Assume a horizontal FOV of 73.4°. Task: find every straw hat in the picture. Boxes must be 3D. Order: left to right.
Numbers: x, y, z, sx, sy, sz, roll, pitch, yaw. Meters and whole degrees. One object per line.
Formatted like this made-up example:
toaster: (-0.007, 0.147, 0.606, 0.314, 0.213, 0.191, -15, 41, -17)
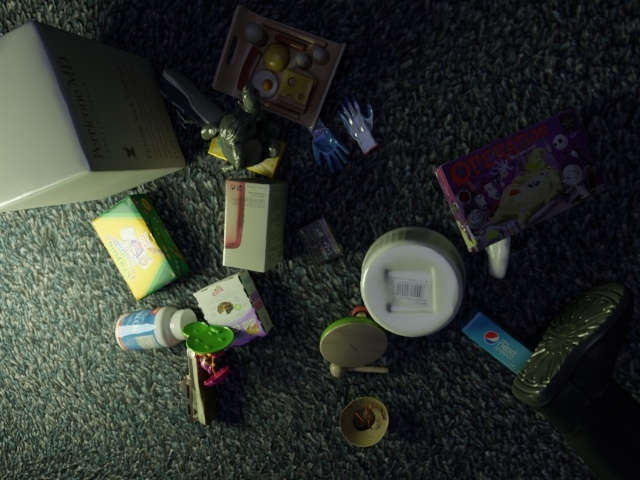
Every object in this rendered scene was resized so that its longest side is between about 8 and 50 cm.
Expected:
straw hat: (0.125, 0.512, 1.239, 0.144, 0.061, 0.145, 0, 90, 0)

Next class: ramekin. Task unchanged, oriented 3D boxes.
ramekin: (0.233, 0.108, 1.098, 0.276, 0.135, 0.278, 2, 101, 13)

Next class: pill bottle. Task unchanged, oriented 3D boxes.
pill bottle: (-0.497, 0.268, 1.315, 0.221, 0.124, 0.125, -10, 98, 15)

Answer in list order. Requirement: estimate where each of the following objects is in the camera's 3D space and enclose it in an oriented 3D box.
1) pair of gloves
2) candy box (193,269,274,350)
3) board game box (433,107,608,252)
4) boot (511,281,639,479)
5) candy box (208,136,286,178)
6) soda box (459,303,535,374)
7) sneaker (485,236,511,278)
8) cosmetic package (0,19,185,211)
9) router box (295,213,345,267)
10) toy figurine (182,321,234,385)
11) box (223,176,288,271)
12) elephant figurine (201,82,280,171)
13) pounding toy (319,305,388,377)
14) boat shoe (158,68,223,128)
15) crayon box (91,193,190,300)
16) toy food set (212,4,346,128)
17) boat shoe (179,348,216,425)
pair of gloves: (0.059, -0.281, 1.126, 0.198, 0.023, 0.159, -28, 93, 18)
candy box: (-0.256, 0.207, 1.271, 0.164, 0.070, 0.196, -23, 95, 17)
board game box: (0.453, -0.136, 0.968, 0.346, 0.056, 0.208, -25, 87, -7)
boot: (0.723, 0.373, 1.013, 0.445, 0.146, 0.367, 43, 87, -3)
candy box: (-0.205, -0.257, 1.192, 0.205, 0.027, 0.105, 22, 105, 9)
soda box: (0.466, 0.262, 1.104, 0.210, 0.067, 0.071, 38, 107, 4)
sneaker: (0.397, -0.052, 1.050, 0.122, 0.106, 0.291, -2, 89, 17)
cosmetic package: (-0.626, -0.287, 1.100, 0.327, 0.393, 0.330, -16, 97, 16)
router box: (0.000, 0.000, 1.185, 0.092, 0.038, 0.123, -26, 94, 18)
toy figurine: (-0.323, 0.338, 1.233, 0.173, 0.130, 0.159, 18, 119, 35)
box: (-0.174, -0.049, 1.161, 0.126, 0.148, 0.233, 8, 102, 13)
elephant figurine: (-0.203, -0.264, 1.052, 0.169, 0.239, 0.186, 4, 96, 11)
pounding toy: (0.092, 0.269, 1.195, 0.182, 0.110, 0.237, -9, 128, 4)
boat shoe: (-0.355, -0.364, 1.170, 0.254, 0.095, 0.079, 43, 120, 10)
crayon box: (-0.542, 0.019, 1.300, 0.165, 0.081, 0.279, -29, 93, 17)
toy food set: (-0.110, -0.440, 1.093, 0.305, 0.092, 0.220, 25, 104, 12)
boat shoe: (-0.391, 0.442, 1.335, 0.092, 0.103, 0.286, -2, 106, 9)
